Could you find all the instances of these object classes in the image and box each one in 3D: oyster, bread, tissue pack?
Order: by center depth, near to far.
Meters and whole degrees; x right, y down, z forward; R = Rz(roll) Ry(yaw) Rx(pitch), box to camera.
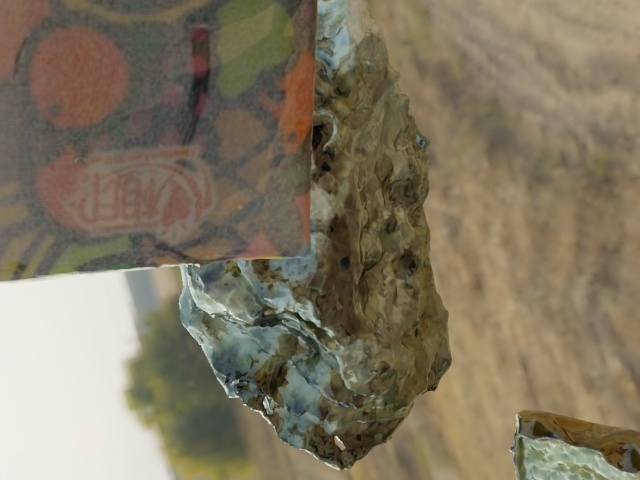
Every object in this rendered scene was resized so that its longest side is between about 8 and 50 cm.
[{"bbox_3d":[-0.055,-0.066,0.499,0.060,0.108,0.148,-147,57,-60],"label":"tissue pack"},{"bbox_3d":[0.000,0.000,1.187,0.112,0.198,0.268,6,123,56],"label":"oyster"},{"bbox_3d":[0.225,0.185,1.202,0.232,0.088,0.128,20,122,28],"label":"bread"}]
